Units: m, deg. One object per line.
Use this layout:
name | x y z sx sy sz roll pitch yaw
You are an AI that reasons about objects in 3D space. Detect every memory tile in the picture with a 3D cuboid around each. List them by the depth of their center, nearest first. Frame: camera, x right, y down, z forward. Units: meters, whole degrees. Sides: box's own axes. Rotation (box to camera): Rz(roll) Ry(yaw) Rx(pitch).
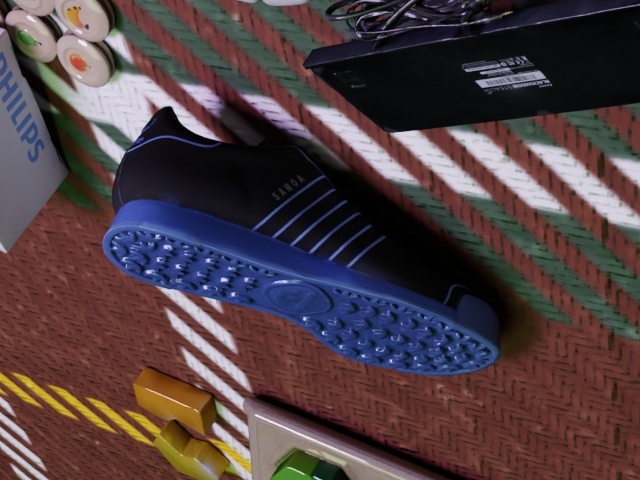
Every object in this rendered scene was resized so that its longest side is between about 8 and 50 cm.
memory tile | -0.161 -0.153 0.685 0.113 0.012 0.148 26 143 12

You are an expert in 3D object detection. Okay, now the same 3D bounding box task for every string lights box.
string lights box | -0.301 -0.096 0.799 0.260 0.077 0.133 19 148 22

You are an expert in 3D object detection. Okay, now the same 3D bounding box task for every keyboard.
keyboard | 0.081 -0.092 0.555 0.192 0.038 0.100 -4 152 40

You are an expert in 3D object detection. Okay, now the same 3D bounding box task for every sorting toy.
sorting toy | -0.004 0.209 0.945 0.307 0.041 0.229 20 141 20

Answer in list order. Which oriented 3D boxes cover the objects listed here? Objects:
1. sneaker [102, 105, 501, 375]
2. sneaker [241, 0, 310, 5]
sneaker | 0.000 0.000 0.683 0.232 0.090 0.081 22 147 -18
sneaker | -0.044 -0.174 0.484 0.297 0.111 0.129 15 133 30
